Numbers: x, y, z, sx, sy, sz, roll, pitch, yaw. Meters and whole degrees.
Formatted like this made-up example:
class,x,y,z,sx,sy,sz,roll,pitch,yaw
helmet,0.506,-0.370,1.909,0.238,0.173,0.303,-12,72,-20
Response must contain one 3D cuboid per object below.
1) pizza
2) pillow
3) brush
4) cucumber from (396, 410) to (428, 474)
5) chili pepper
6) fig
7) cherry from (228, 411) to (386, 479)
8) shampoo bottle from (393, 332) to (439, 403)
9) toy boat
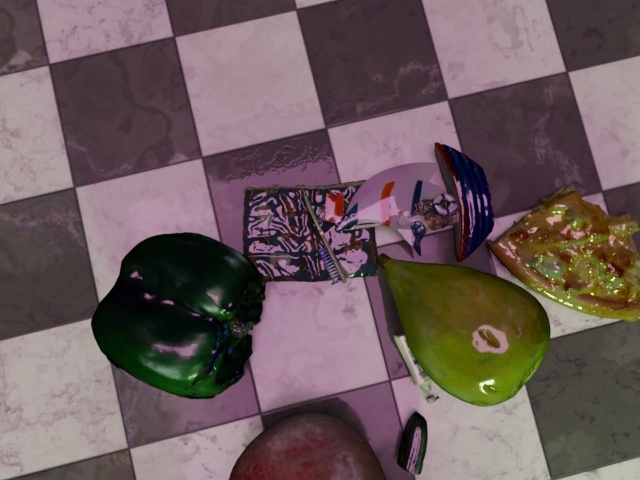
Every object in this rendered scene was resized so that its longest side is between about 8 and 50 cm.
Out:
class,x,y,z,sx,sy,sz,roll,pitch,yaw
pizza,0.491,0.016,1.003,0.323,0.089,0.223,26,88,0
pillow,-0.020,-0.015,1.018,0.255,0.034,0.189,-3,87,-3
brush,0.000,0.000,0.985,0.030,0.033,0.179,-26,88,10
cucumber,0.174,0.367,0.980,0.047,0.048,0.105,14,83,0
chili pepper,-0.232,0.126,0.909,0.256,0.233,0.249,21,69,7
fig,0.231,0.157,0.934,0.313,0.233,0.233,10,84,18
cherry,-0.016,0.410,0.857,0.261,0.307,0.221,-28,118,-25
shampoo bottle,0.182,0.236,0.998,0.048,0.034,0.141,-19,86,-10
toy boat,0.175,-0.087,1.009,0.317,0.072,0.219,15,83,1
